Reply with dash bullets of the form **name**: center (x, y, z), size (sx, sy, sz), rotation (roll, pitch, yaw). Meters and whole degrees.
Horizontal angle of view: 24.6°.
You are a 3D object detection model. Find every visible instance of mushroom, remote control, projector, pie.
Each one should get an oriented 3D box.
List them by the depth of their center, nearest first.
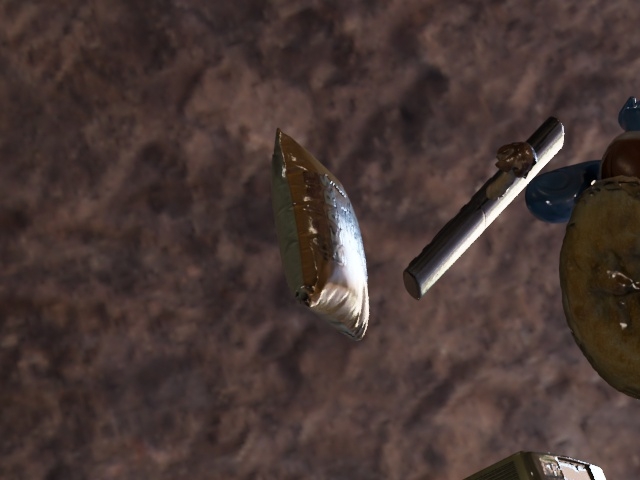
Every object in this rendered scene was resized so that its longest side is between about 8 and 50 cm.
- **pie**: center (0.358, 0.059, 1.642), size (0.055, 0.274, 0.274), rotation (-16, -27, -27)
- **projector**: center (0.281, 0.375, 2.062), size (0.193, 0.088, 0.269), rotation (-31, -28, 23)
- **mushroom**: center (0.286, -0.104, 2.290), size (0.061, 0.060, 0.187), rotation (26, -22, -2)
- **remote control**: center (0.276, -0.055, 2.475), size (0.377, 0.044, 0.107), rotation (-46, -26, -14)

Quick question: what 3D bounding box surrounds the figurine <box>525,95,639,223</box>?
- **figurine**: center (0.547, -0.089, 2.329), size (0.243, 0.416, 0.298), rotation (-41, -47, -44)

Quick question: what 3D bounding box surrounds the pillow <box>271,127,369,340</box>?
- **pillow**: center (0.000, 0.000, 2.460), size (0.119, 0.310, 0.312), rotation (-13, -19, 15)
